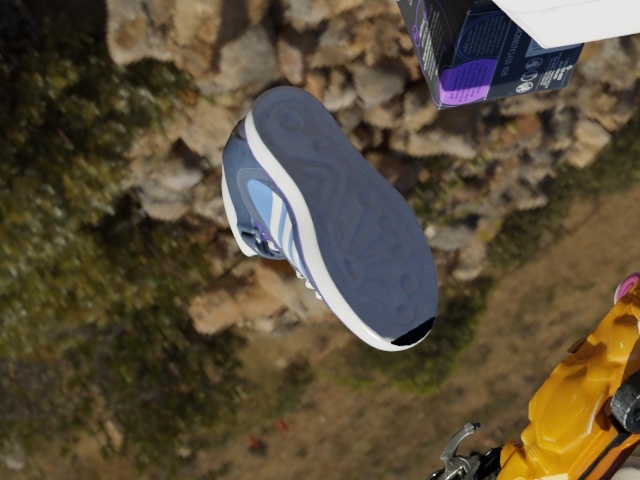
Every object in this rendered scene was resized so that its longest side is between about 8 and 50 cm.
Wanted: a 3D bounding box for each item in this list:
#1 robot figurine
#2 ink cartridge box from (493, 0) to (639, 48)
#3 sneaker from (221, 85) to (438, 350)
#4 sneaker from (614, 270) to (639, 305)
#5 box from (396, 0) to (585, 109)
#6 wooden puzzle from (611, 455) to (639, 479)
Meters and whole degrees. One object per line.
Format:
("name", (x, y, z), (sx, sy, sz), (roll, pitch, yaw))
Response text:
("robot figurine", (0.161, 0.168, 0.767), (0.085, 0.211, 0.291), (11, 122, -40))
("ink cartridge box", (0.141, -0.229, 0.563), (0.168, 0.171, 0.233), (32, 62, -42))
("sneaker", (-0.001, 0.000, 1.505), (0.130, 0.323, 0.236), (-28, 169, -21))
("sneaker", (0.296, 0.036, 0.989), (0.170, 0.063, 0.075), (-12, 171, 3))
("box", (0.153, -0.290, 1.331), (0.143, 0.270, 0.165), (-12, 154, -13))
("wooden puzzle", (0.319, 0.349, 0.992), (0.080, 0.347, 0.322), (-72, 177, -71))
